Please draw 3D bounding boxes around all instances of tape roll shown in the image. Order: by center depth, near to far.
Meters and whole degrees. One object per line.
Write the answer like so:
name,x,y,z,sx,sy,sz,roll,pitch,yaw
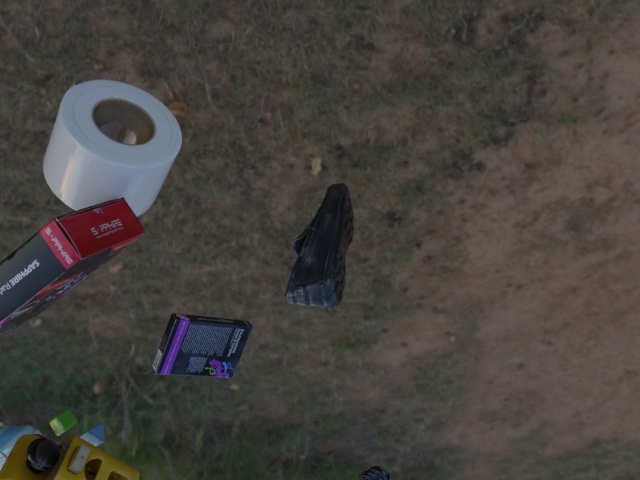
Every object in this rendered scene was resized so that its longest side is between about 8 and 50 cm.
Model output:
tape roll,-0.427,-0.186,1.443,0.246,0.246,0.169,13,137,-26

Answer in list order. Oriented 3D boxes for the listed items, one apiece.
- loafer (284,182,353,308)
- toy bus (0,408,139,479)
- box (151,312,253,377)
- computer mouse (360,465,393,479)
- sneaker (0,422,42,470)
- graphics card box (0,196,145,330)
loafer,0.000,0.000,0.963,0.078,0.223,0.076,-2,133,15
toy bus,-0.354,0.324,0.977,0.104,0.191,0.202,-37,161,30
box,-0.214,0.195,1.286,0.162,0.029,0.116,12,109,-36
computer mouse,0.023,0.523,1.285,0.272,0.072,0.189,-25,108,-1
sneaker,-0.805,0.440,1.615,0.319,0.127,0.208,-23,102,22
graphics card box,-0.535,0.068,1.337,0.371,0.233,0.094,-33,93,18
